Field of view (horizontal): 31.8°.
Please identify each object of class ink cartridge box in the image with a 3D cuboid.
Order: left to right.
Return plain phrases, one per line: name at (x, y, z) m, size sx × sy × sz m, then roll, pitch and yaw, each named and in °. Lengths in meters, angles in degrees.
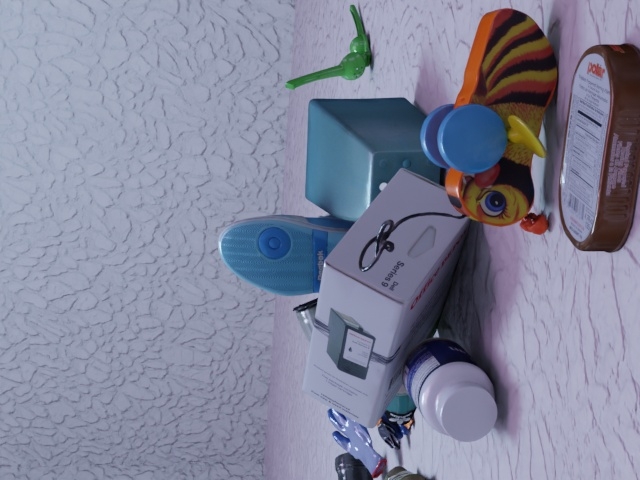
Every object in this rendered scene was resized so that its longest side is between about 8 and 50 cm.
ink cartridge box at (0.089, 0.079, 1.504) m, size 0.211 × 0.121 × 0.289 m, roll -50°, pitch -19°, yaw -38°

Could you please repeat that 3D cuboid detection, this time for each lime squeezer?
lime squeezer at (0.049, -0.361, 2.178) m, size 0.310 × 0.110 × 0.059 m, roll -57°, pitch -35°, yaw -42°

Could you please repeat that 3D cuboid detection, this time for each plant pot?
plant pot at (0.088, -0.110, 1.696) m, size 0.234 × 0.165 × 0.166 m, roll -130°, pitch 40°, yaw -65°

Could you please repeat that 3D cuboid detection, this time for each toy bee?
toy bee at (0.180, -0.083, 1.191) m, size 0.298 × 0.162 × 0.195 m, roll -59°, pitch 13°, yaw 23°

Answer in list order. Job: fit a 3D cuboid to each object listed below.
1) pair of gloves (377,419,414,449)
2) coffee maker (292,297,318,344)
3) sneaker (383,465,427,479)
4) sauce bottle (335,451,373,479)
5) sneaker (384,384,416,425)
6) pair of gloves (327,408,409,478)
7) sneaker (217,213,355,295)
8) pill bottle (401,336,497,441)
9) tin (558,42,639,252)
pair of gloves at (0.116, 0.297, 1.837) m, size 0.074 × 0.010 × 0.083 m, roll 47°, pitch 132°, yaw 30°
coffee maker at (0.056, 0.174, 2.009) m, size 0.178 × 0.171 × 0.120 m, roll 69°, pitch -163°, yaw 1°
sneaker at (0.125, 0.389, 1.754) m, size 0.192 × 0.064 × 0.086 m, roll 96°, pitch 165°, yaw -54°
sauce bottle at (0.074, 0.545, 1.970) m, size 0.111 × 0.111 × 0.344 m, roll 104°, pitch 165°, yaw -59°
sneaker at (0.102, 0.161, 1.771) m, size 0.302 × 0.108 × 0.121 m, roll -94°, pitch 4°, yaw -54°
pair of gloves at (0.082, 0.298, 1.903) m, size 0.159 × 0.023 × 0.198 m, roll 50°, pitch 132°, yaw 28°
sneaker at (0.000, 0.000, 1.804) m, size 0.208 × 0.319 × 0.127 m, roll -89°, pitch 7°, yaw -70°
pill bottle at (0.163, 0.187, 1.397) m, size 0.169 × 0.094 × 0.094 m, roll -125°, pitch 36°, yaw -75°
tin at (0.250, -0.081, 1.001) m, size 0.106 × 0.040 × 0.190 m, roll -122°, pitch 33°, yaw -67°
